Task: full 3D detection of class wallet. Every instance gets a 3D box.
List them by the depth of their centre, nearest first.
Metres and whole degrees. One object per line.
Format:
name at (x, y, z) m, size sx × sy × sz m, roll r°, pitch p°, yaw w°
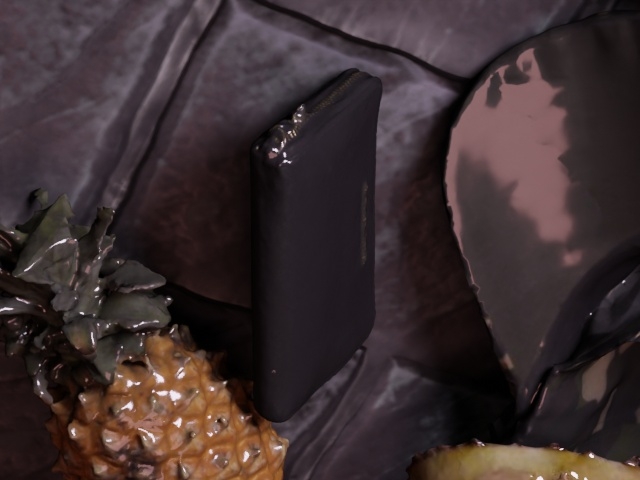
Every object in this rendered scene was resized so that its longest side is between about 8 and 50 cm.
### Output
wallet at (0.000, 0.000, 1.159) m, size 0.044 × 0.149 × 0.250 m, roll 20°, pitch 128°, yaw 25°

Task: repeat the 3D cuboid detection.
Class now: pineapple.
pineapple at (-0.158, 0.081, 1.184) m, size 0.169 × 0.169 × 0.340 m, roll -26°, pitch 120°, yaw 9°

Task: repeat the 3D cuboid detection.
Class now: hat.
hat at (0.271, 0.011, 1.221) m, size 0.366 × 0.257 × 0.381 m, roll -9°, pitch 97°, yaw 32°

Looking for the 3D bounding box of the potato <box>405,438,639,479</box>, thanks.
potato at (0.184, 0.322, 1.292) m, size 0.289 × 0.237 × 0.301 m, roll 14°, pitch 151°, yaw -11°
